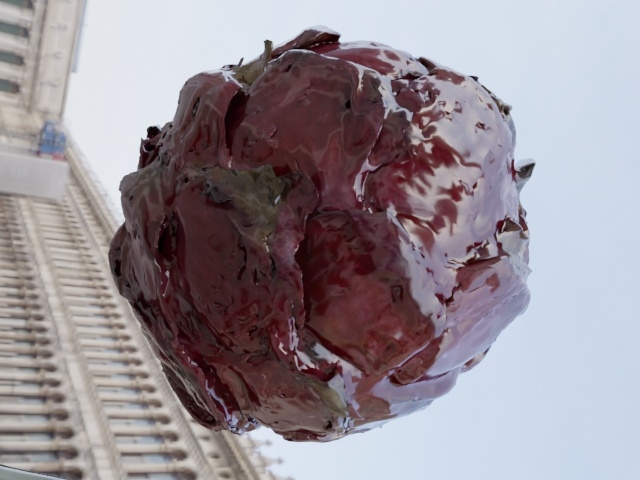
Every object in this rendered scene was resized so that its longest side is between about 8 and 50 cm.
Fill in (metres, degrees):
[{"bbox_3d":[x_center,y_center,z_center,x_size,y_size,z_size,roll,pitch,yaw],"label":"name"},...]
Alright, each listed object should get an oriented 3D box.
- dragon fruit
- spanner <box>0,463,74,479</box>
[{"bbox_3d":[-0.002,-0.002,0.595,0.329,0.329,0.329,-24,-118,57],"label":"dragon fruit"},{"bbox_3d":[-0.200,0.287,0.746,0.096,0.324,0.040,-64,-164,16],"label":"spanner"}]
